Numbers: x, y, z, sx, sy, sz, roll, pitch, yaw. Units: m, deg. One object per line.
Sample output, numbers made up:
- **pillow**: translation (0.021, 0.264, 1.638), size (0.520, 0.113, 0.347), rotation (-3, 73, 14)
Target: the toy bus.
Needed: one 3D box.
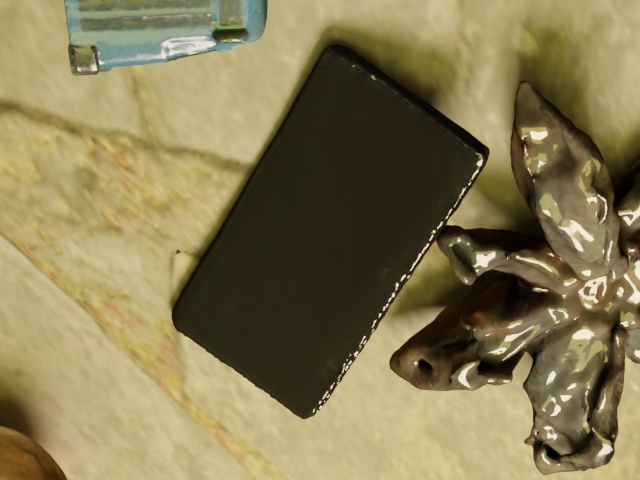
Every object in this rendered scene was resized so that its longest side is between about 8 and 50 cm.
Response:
- **toy bus**: translation (-0.087, -0.211, 0.722), size (0.133, 0.116, 0.234), rotation (-4, 123, -3)

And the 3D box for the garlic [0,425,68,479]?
- **garlic**: translation (-0.257, 0.189, 1.000), size (0.206, 0.128, 0.115), rotation (-35, 75, 17)

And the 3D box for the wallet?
- **wallet**: translation (0.000, 0.000, 0.904), size (0.124, 0.025, 0.244), rotation (34, 122, 4)

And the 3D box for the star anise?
- **star anise**: translation (0.161, 0.041, 0.907), size (0.198, 0.111, 0.258), rotation (19, 116, -14)
